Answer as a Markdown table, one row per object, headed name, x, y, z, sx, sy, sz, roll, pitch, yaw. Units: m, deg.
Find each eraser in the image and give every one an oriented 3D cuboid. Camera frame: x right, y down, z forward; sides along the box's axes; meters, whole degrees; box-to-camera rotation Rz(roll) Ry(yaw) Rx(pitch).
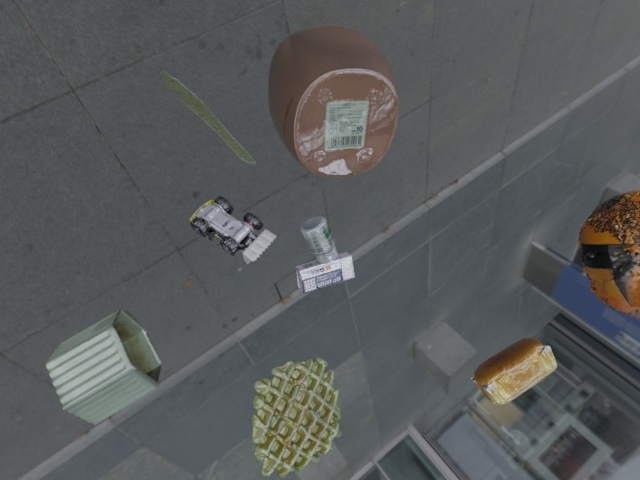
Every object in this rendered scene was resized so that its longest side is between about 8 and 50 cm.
| name | x | y | z | sx | sy | sz | roll | pitch | yaw |
| --- | --- | --- | --- | --- | --- | --- | --- | --- | --- |
| eraser | 0.025 | 0.157 | 2.044 | 0.286 | 0.086 | 0.131 | -16 | 112 | -18 |

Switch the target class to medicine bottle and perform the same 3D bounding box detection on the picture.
| name | x | y | z | sx | sy | sz | roll | pitch | yaw |
| --- | --- | --- | --- | --- | --- | --- | --- | --- | --- |
| medicine bottle | 0.000 | 0.000 | 1.214 | 0.080 | 0.080 | 0.130 | -34 | 121 | -15 |

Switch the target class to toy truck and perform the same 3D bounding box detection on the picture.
| name | x | y | z | sx | sy | sz | roll | pitch | yaw |
| --- | --- | --- | --- | --- | --- | --- | --- | --- | --- |
| toy truck | -0.260 | -0.027 | 1.223 | 0.136 | 0.285 | 0.111 | -49 | 156 | -22 |

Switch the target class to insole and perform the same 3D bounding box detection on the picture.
| name | x | y | z | sx | sy | sz | roll | pitch | yaw |
| --- | --- | --- | --- | --- | --- | --- | --- | --- | --- |
| insole | -0.267 | -0.291 | 1.015 | 0.007 | 0.109 | 0.322 | -56 | 136 | -12 |

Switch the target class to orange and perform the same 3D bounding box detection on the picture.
| name | x | y | z | sx | sy | sz | roll | pitch | yaw |
| --- | --- | --- | --- | --- | --- | --- | --- | --- | --- |
| orange | 0.587 | 0.023 | 0.730 | 0.234 | 0.235 | 0.182 | -32 | 177 | -17 |

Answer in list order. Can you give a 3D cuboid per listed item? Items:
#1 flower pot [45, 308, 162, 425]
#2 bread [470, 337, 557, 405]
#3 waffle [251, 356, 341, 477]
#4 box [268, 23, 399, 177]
| name | x | y | z | sx | sy | sz | roll | pitch | yaw |
| --- | --- | --- | --- | --- | --- | --- | --- | --- | --- |
| flower pot | -0.551 | 0.325 | 1.076 | 0.189 | 0.239 | 0.209 | -30 | 108 | -10 |
| bread | 0.605 | 0.403 | 1.299 | 0.241 | 0.107 | 0.136 | -31 | 180 | -3 |
| waffle | -0.059 | 0.488 | 1.155 | 0.291 | 0.056 | 0.310 | -6 | 89 | -34 |
| box | 0.031 | -0.290 | 0.909 | 0.300 | 0.216 | 0.301 | -8 | 134 | -8 |
